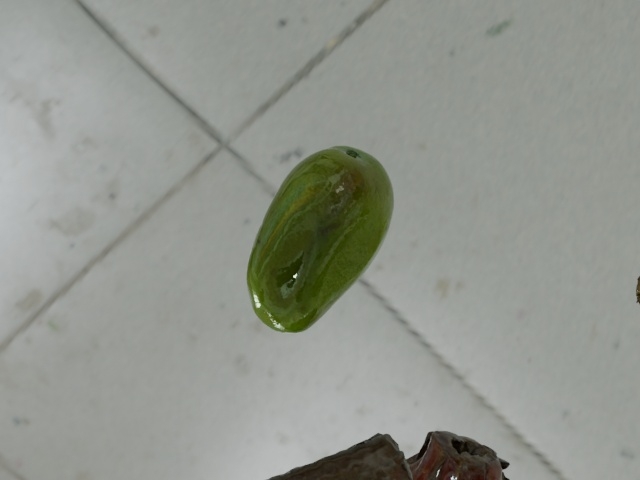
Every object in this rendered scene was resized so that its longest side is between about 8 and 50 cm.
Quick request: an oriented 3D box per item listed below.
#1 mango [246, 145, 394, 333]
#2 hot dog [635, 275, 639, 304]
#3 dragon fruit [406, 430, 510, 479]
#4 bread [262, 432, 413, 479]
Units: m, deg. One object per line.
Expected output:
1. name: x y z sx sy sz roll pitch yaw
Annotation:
1. mango: 0.000 -0.004 1.398 0.089 0.163 0.117 22 153 20
2. hot dog: 0.300 0.045 1.421 0.083 0.058 0.035 15 155 -37
3. dragon fruit: 0.073 0.321 1.543 0.250 0.250 0.315 43 99 -8
4. bread: -0.125 0.237 0.892 0.417 0.113 0.165 -17 80 -5
